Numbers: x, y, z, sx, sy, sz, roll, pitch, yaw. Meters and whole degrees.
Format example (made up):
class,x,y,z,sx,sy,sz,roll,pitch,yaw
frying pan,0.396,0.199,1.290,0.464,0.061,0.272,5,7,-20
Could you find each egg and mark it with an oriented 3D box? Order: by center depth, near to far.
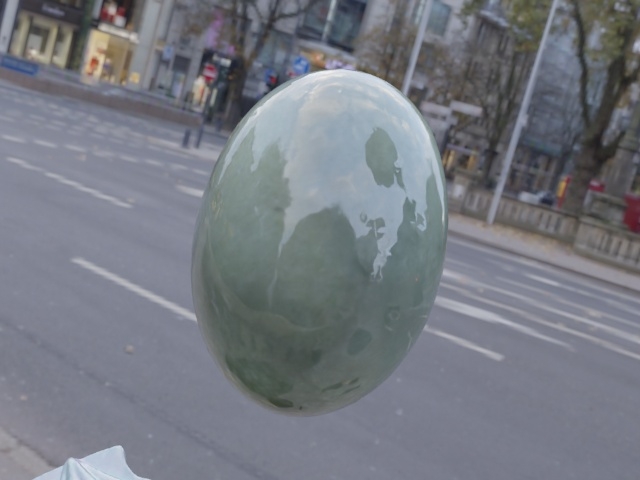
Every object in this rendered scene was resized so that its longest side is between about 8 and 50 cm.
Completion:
class,x,y,z,sx,sy,sz,roll,pitch,yaw
egg,0.000,0.000,0.912,0.258,0.352,0.258,11,-5,1

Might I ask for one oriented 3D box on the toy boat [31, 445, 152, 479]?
class,x,y,z,sx,sy,sz,roll,pitch,yaw
toy boat,-0.193,0.335,0.861,0.199,0.100,0.290,-17,46,-17
